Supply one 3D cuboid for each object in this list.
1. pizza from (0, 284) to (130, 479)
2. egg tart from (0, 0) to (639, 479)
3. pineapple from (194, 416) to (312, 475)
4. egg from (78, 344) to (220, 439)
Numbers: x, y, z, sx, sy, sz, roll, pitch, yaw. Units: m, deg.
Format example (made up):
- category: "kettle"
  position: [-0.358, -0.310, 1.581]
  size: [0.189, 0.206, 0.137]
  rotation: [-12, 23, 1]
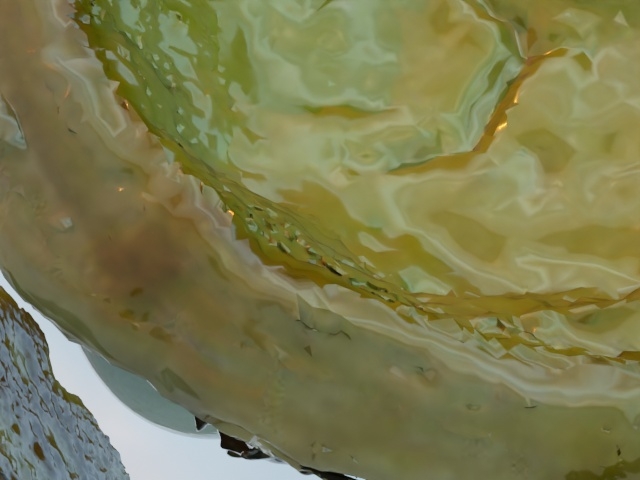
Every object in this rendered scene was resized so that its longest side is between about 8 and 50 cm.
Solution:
- category: "pizza"
  position: [-0.123, 0.141, 0.874]
  size: [0.297, 0.071, 0.189]
  rotation: [57, 9, -10]
- category: "egg tart"
  position: [0.043, -0.045, 0.460]
  size: [0.279, 0.279, 0.095]
  rotation: [43, -27, 20]
- category: "pineapple"
  position: [0.000, 0.000, 0.829]
  size: [0.166, 0.166, 0.193]
  rotation: [15, -59, 43]
- category: "egg"
  position: [-0.063, -0.043, 1.290]
  size: [0.230, 0.230, 0.371]
  rotation: [24, -63, 38]
